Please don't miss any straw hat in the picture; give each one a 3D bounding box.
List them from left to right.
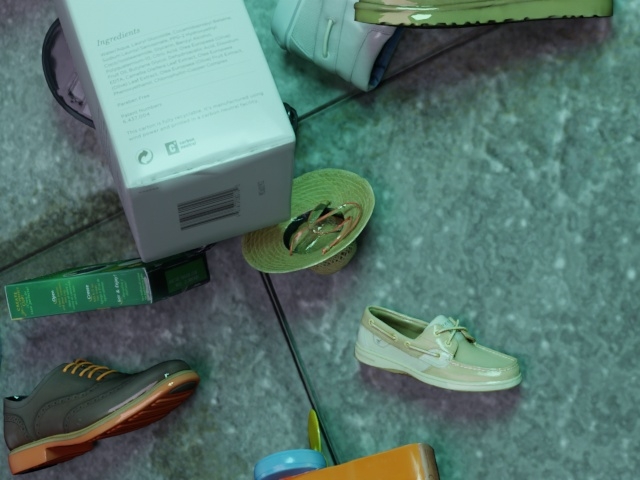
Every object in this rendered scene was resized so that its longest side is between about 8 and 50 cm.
[{"bbox_3d":[0.000,0.000,1.355,0.144,0.144,0.061,-10,133,29],"label":"straw hat"}]

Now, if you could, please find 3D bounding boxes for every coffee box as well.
[{"bbox_3d":[-0.220,0.046,1.458,0.184,0.113,0.040,-8,96,28],"label":"coffee box"}]

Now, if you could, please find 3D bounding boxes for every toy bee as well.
[{"bbox_3d":[-0.023,0.261,1.375,0.298,0.162,0.195,6,68,16],"label":"toy bee"}]

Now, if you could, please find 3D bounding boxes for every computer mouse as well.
[{"bbox_3d":[-0.162,-0.133,1.431,0.272,0.072,0.188,39,109,7],"label":"computer mouse"}]

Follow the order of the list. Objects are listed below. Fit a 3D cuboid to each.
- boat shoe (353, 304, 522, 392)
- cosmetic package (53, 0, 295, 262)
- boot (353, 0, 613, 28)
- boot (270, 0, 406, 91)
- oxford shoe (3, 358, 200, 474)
[{"bbox_3d":[0.107,0.098,1.311,0.170,0.063,0.059,11,107,28],"label":"boat shoe"},{"bbox_3d":[-0.153,-0.190,1.279,0.155,0.197,0.365,-17,73,-8],"label":"cosmetic package"},{"bbox_3d":[0.138,-0.319,1.204,0.236,0.089,0.269,-4,97,-3],"label":"boot"},{"bbox_3d":[0.057,-0.266,1.287,0.123,0.095,0.258,32,119,15],"label":"boot"},{"bbox_3d":[-0.245,0.167,1.498,0.271,0.097,0.098,-25,78,29],"label":"oxford shoe"}]
